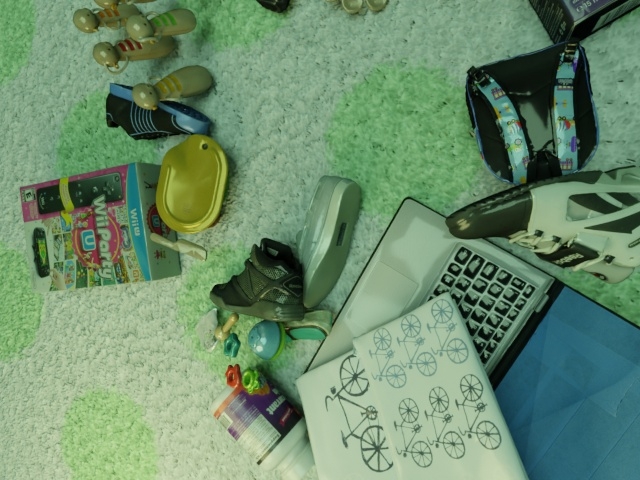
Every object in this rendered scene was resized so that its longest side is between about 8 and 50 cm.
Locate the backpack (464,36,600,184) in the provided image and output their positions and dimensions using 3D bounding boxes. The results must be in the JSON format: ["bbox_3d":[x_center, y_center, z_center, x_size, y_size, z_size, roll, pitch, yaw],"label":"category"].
[{"bbox_3d":[0.290,-0.161,0.609,0.158,0.117,0.174,-12,85,18],"label":"backpack"}]

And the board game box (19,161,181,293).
[{"bbox_3d":[-0.443,-0.021,0.884,0.303,0.097,0.224,-7,91,18],"label":"board game box"}]

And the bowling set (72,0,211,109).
[{"bbox_3d":[-0.319,-0.388,0.754,0.287,0.154,0.200,41,141,14],"label":"bowling set"}]

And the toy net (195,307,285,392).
[{"bbox_3d":[-0.154,0.187,0.783,0.232,0.045,0.122,1,77,48],"label":"toy net"}]

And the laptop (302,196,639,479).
[{"bbox_3d":[0.184,0.197,0.605,0.407,0.236,0.382,32,101,15],"label":"laptop"}]

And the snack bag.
[{"bbox_3d":[0.100,0.286,0.622,0.342,0.037,0.323,-34,57,32],"label":"snack bag"}]

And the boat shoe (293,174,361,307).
[{"bbox_3d":[0.000,-0.001,0.751,0.081,0.079,0.228,26,104,37],"label":"boat shoe"}]

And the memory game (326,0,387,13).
[{"bbox_3d":[0.064,-0.460,0.700,0.186,0.012,0.187,0,104,0],"label":"memory game"}]

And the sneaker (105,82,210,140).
[{"bbox_3d":[-0.314,-0.227,0.844,0.232,0.081,0.091,24,110,19],"label":"sneaker"}]

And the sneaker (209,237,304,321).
[{"bbox_3d":[-0.110,0.065,0.761,0.227,0.087,0.131,-3,80,48],"label":"sneaker"}]

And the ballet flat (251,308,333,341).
[{"bbox_3d":[-0.048,0.149,0.780,0.168,0.052,0.057,-8,132,32],"label":"ballet flat"}]

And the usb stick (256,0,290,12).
[{"bbox_3d":[-0.032,-0.527,0.742,0.077,0.045,0.278,34,104,37],"label":"usb stick"}]

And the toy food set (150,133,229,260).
[{"bbox_3d":[-0.230,-0.082,0.819,0.128,0.071,0.218,13,92,9],"label":"toy food set"}]

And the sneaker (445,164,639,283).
[{"bbox_3d":[0.331,-0.011,0.561,0.330,0.122,0.147,-8,87,-1],"label":"sneaker"}]

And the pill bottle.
[{"bbox_3d":[-0.091,0.326,0.773,0.193,0.108,0.108,42,105,12],"label":"pill bottle"}]

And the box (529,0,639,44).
[{"bbox_3d":[0.352,-0.394,0.587,0.153,0.108,0.207,-29,84,18],"label":"box"}]
